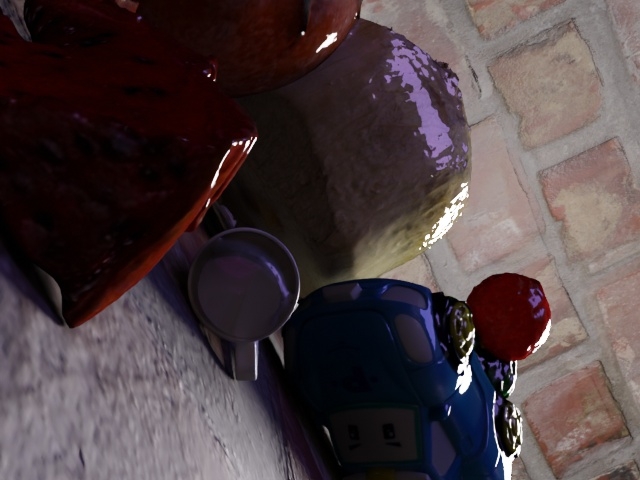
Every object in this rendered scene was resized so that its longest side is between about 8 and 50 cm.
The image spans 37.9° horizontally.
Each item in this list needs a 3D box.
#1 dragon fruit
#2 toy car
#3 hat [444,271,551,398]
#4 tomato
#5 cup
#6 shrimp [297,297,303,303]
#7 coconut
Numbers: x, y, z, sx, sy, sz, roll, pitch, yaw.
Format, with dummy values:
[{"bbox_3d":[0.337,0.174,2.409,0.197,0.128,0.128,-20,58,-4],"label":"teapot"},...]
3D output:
[{"bbox_3d":[-0.114,-0.051,0.404,0.192,0.122,0.092,-121,-138,-50],"label":"dragon fruit"},{"bbox_3d":[0.074,0.175,0.935,0.314,0.198,0.166,60,34,-35],"label":"toy car"},{"bbox_3d":[0.185,0.168,1.341,0.274,0.332,0.242,59,8,31],"label":"hat"},{"bbox_3d":[-0.096,-0.253,0.803,0.265,0.264,0.265,63,1,-2],"label":"tomato"},{"bbox_3d":[-0.053,0.046,0.666,0.116,0.074,0.104,141,-54,-86],"label":"cup"},{"bbox_3d":[-0.001,-0.001,1.248,0.137,0.172,0.372,22,10,-35],"label":"shrimp"},{"bbox_3d":[0.024,-0.097,1.000,0.297,0.254,0.297,43,-21,20],"label":"coconut"}]
